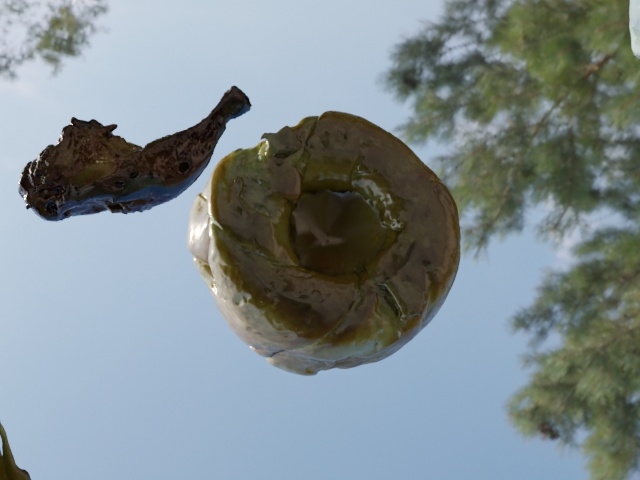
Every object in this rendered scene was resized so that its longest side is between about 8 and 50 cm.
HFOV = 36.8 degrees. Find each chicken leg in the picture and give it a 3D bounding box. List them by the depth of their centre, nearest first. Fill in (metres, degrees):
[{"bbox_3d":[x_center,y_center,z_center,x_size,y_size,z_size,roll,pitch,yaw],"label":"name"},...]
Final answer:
[{"bbox_3d":[-0.102,-0.047,0.553,0.145,0.062,0.037,-16,-171,-26],"label":"chicken leg"}]

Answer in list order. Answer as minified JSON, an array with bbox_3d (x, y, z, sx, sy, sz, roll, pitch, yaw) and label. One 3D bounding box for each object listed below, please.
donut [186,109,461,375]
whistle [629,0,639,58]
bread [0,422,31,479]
[{"bbox_3d":[0.000,0.000,1.273,0.360,0.170,0.360,3,-110,-8],"label":"donut"},{"bbox_3d":[0.158,-0.270,0.360,0.168,0.188,0.405,-11,-103,-27],"label":"whistle"},{"bbox_3d":[-0.213,0.175,0.388,0.158,0.156,0.261,-9,-122,17],"label":"bread"}]
